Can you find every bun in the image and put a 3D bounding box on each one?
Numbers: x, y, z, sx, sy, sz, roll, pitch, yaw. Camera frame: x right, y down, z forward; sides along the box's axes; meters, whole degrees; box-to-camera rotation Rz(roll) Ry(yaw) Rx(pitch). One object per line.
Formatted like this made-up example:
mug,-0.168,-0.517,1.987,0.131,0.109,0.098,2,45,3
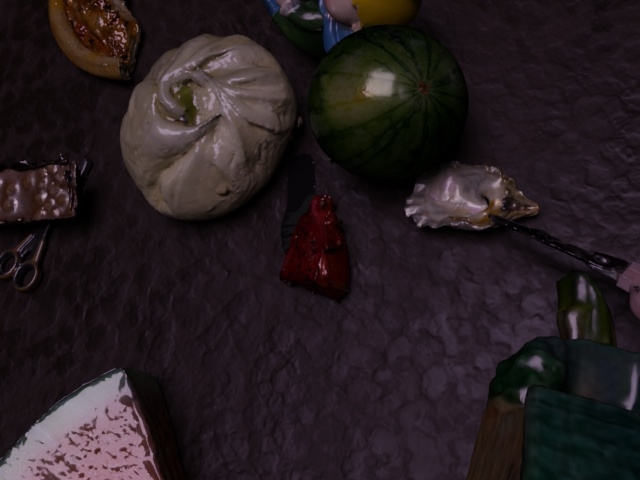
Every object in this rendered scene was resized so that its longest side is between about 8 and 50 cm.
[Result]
bun,-0.161,-0.166,1.004,0.259,0.160,0.259,-9,66,20

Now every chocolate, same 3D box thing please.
chocolate,-0.485,-0.064,1.126,0.329,0.065,0.102,-3,80,25

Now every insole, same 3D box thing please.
insole,-0.028,-0.046,0.995,0.053,0.002,0.152,-8,67,17

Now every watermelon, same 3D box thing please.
watermelon,0.076,-0.164,0.910,0.188,0.215,0.188,-1,92,-20
watermelon,-0.235,0.304,0.875,0.193,0.140,0.256,-36,72,-2

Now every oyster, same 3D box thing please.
oyster,0.171,-0.056,0.903,0.146,0.045,0.121,-28,66,16

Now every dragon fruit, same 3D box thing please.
dragon fruit,-0.001,0.000,0.930,0.097,0.063,0.131,12,74,20

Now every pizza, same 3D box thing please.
pizza,-0.366,-0.348,1.206,0.134,0.056,0.271,-34,63,14

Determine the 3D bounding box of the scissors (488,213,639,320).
scissors,0.315,0.033,0.775,0.317,0.160,0.024,27,123,29

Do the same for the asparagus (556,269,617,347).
asparagus,0.273,0.175,0.762,0.080,0.080,0.287,1,67,20

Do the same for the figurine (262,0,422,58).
figurine,0.025,-0.329,0.947,0.127,0.185,0.234,-47,19,-22

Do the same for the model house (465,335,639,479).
model house,0.305,0.225,0.528,0.382,0.342,0.334,14,75,5

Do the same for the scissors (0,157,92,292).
scissors,-0.404,-0.029,1.117,0.088,0.017,0.220,24,79,28
